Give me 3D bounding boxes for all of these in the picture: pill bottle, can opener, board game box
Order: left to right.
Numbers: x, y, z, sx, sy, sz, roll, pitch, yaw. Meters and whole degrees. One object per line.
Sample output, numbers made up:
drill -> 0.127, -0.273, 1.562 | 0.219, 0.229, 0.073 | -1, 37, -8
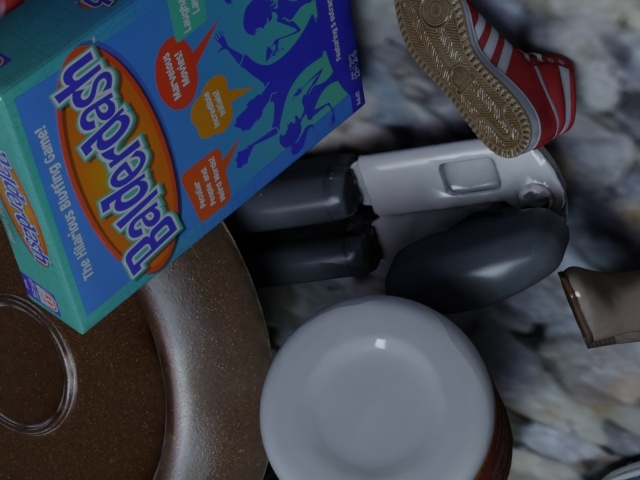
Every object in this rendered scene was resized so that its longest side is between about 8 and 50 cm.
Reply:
board game box -> -0.071, -0.077, 0.860 | 0.047, 0.210, 0.160 | 31, 149, 34
can opener -> 0.000, 0.000, 0.978 | 0.283, 0.095, 0.076 | -8, 122, 22
pill bottle -> 0.045, 0.109, 0.972 | 0.121, 0.121, 0.216 | 8, 168, 13

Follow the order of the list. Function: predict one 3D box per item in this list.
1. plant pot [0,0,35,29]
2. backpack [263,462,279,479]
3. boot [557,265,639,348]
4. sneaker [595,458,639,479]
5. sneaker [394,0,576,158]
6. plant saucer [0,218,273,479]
plant pot -> -0.199, -0.144, 0.871 | 0.174, 0.191, 0.191 | 14, 129, 14
backpack -> -0.027, 0.224, 1.138 | 0.115, 0.152, 0.182 | -2, 136, 29
boot -> 0.177, 0.026, 0.943 | 0.087, 0.042, 0.118 | -21, 161, 8
sneaker -> 0.245, 0.182, 1.040 | 0.211, 0.081, 0.080 | -2, 126, 22
sneaker -> 0.089, -0.098, 0.918 | 0.042, 0.067, 0.118 | -40, 76, 39
plant saucer -> -0.166, 0.067, 1.037 | 0.310, 0.050, 0.311 | 12, 112, 31
